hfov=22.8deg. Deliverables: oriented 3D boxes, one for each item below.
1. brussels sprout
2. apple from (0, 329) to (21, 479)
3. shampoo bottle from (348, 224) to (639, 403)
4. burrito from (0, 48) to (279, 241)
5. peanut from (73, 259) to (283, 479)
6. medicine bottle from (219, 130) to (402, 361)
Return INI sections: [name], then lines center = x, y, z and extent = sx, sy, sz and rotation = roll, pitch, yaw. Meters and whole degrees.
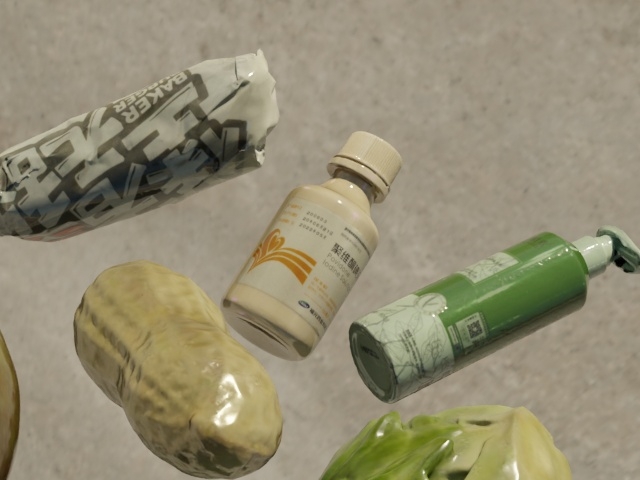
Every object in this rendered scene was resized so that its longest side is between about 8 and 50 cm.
[brussels sprout]
center = 0.111, 0.315, 1.706
extent = 0.247, 0.328, 0.328
rotation = 46, 53, -39
[apple]
center = -0.278, 0.099, 0.806
extent = 0.234, 0.257, 0.257
rotation = 29, 56, -36
[shampoo bottle]
center = 0.120, 0.041, 1.052
extent = 0.204, 0.065, 0.065
rotation = -24, 74, -21
[burrito]
center = -0.248, -0.085, 1.835
extent = 0.445, 0.101, 0.139
rotation = -21, 93, 8
[peanut]
center = -0.107, 0.103, 1.231
extent = 0.123, 0.123, 0.257
rotation = -19, 33, -23
[medicine bottle]
center = 0.000, 0.000, 1.689
extent = 0.114, 0.114, 0.252
rotation = 32, 72, 0
